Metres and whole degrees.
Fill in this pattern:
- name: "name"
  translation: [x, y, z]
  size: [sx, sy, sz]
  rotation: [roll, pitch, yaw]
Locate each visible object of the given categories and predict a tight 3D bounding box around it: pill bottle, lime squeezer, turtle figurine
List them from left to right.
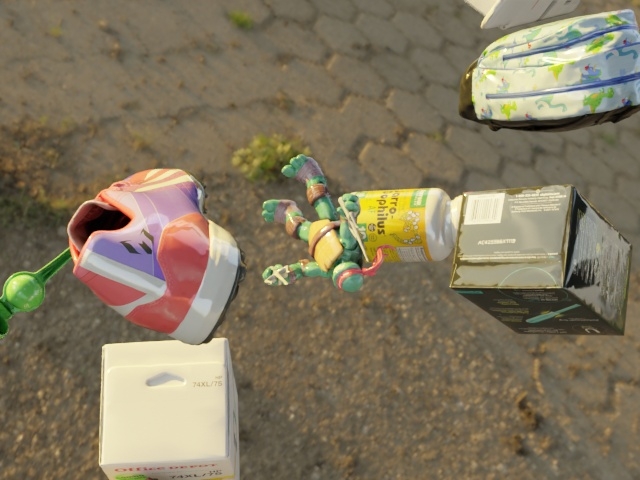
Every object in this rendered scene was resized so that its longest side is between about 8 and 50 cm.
- name: "lime squeezer"
  translation: [-0.420, 0.075, 1.287]
  size: [0.059, 0.110, 0.310]
  rotation: [39, 45, 3]
- name: "turtle figurine"
  translation: [0.000, 0.000, 1.245]
  size: [0.118, 0.175, 0.234]
  rotation: [31, 21, -41]
- name: "pill bottle"
  translation: [0.146, -0.024, 1.504]
  size: [0.208, 0.118, 0.118]
  rotation: [-1, 31, 21]

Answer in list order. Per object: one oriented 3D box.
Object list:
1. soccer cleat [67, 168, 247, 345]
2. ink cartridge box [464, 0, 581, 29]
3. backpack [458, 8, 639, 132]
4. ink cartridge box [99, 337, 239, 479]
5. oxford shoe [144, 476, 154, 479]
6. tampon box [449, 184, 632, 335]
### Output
- name: "soccer cleat"
  translation: [-0.156, -0.012, 0.782]
  size: [0.116, 0.109, 0.318]
  rotation: [24, 7, -24]
- name: "ink cartridge box"
  translation: [0.094, -0.147, 0.378]
  size: [0.060, 0.104, 0.180]
  rotation: [40, 26, 10]
- name: "backpack"
  translation: [0.477, -0.318, 1.818]
  size: [0.290, 0.273, 0.355]
  rotation: [-8, 23, -20]
- name: "ink cartridge box"
  translation: [-0.237, 0.300, 1.529]
  size: [0.198, 0.270, 0.197]
  rotation: [-3, 62, -2]
- name: "oxford shoe"
  translation: [-0.255, 0.522, 1.498]
  size: [0.146, 0.397, 0.140]
  rotation: [-32, 44, -12]
- name: "tampon box"
  translation: [0.221, 0.025, 0.931]
  size: [0.161, 0.120, 0.102]
  rotation: [32, 64, -48]
